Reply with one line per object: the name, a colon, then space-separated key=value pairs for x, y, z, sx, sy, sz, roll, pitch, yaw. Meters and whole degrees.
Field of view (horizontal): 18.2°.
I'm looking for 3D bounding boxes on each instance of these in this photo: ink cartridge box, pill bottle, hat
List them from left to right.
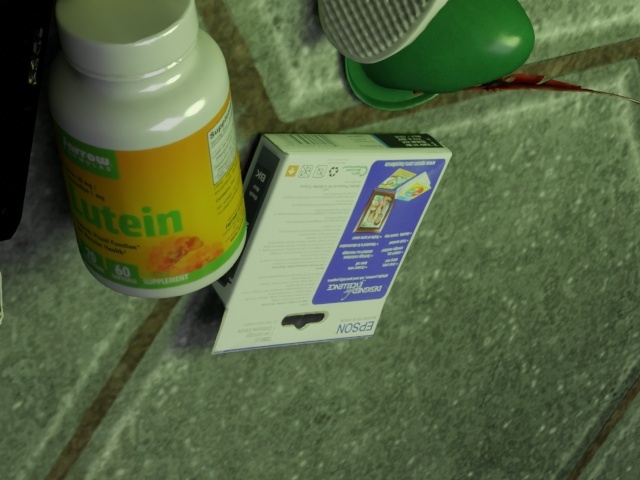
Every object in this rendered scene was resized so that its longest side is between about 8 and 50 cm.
pill bottle: x=-0.133 y=-0.085 z=1.517 sx=0.136 sy=0.136 sz=0.246 roll=-29 pitch=139 yaw=-22
ink cartridge box: x=0.000 y=0.000 z=1.800 sx=0.206 sy=0.045 sz=0.208 roll=-3 pitch=124 yaw=-43
hat: x=0.155 y=-0.152 z=1.699 sx=0.208 sy=0.183 sz=0.173 roll=-33 pitch=141 yaw=-18

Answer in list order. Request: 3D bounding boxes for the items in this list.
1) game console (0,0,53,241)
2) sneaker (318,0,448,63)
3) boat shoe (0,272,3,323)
game console: x=-0.331 y=-0.088 z=1.330 sx=0.361 sy=0.044 sz=0.213 roll=-8 pitch=113 yaw=-48
sneaker: x=0.111 y=-0.270 z=1.624 sx=0.161 sy=0.102 sz=0.282 roll=-33 pitch=161 yaw=-53
boat shoe: x=-0.270 y=0.056 z=1.595 sx=0.035 sy=0.035 sz=0.100 roll=-14 pitch=132 yaw=-37
